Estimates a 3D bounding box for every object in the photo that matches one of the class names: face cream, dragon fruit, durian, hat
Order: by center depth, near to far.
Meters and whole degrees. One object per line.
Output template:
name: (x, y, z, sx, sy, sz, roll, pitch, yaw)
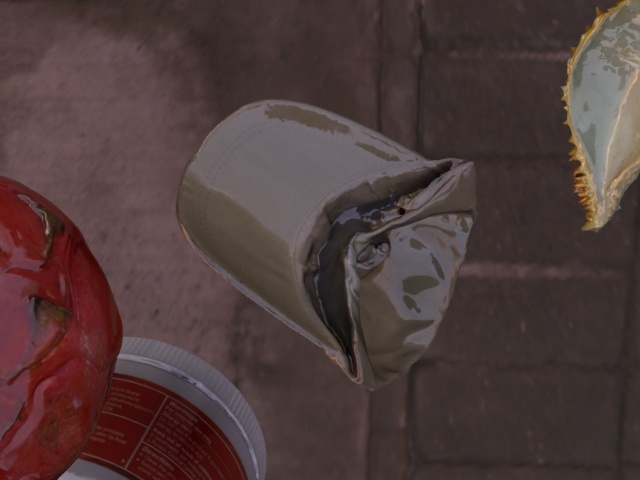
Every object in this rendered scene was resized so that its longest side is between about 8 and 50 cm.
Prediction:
dragon fruit: (-0.189, 0.053, 0.799, 0.172, 0.172, 0.209, 3, 134, 1)
hat: (0.000, 0.000, 1.032, 0.173, 0.144, 0.166, 25, 70, 18)
face cream: (-0.159, 0.203, 1.177, 0.201, 0.187, 0.201, 7, 120, 12)
durian: (0.300, -0.126, 1.393, 0.144, 0.139, 0.252, 20, 128, -35)
